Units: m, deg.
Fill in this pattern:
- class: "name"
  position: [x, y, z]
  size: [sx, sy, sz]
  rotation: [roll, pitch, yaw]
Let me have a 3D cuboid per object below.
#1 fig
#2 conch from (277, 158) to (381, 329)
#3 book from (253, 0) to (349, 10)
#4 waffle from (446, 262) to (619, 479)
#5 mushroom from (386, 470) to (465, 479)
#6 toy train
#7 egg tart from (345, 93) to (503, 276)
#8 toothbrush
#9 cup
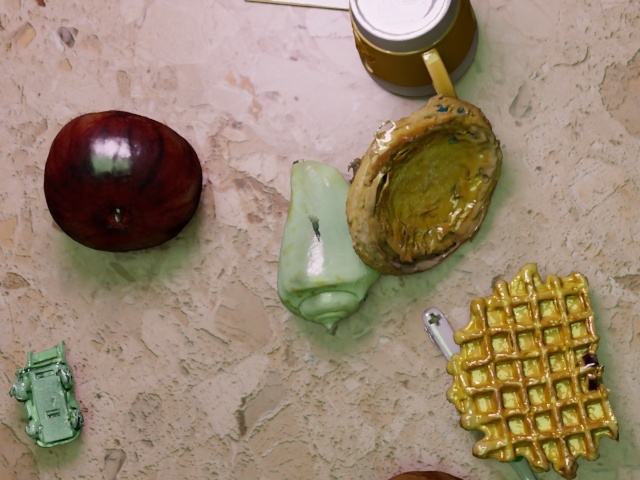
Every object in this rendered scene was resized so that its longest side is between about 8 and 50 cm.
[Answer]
- class: "fig"
  position: [-0.295, -0.096, 1.754]
  size: [0.235, 0.235, 0.214]
  rotation: [21, 53, 8]
- class: "conch"
  position: [0.017, 0.008, 1.764]
  size: [0.143, 0.137, 0.251]
  rotation: [-1, 66, 34]
- class: "book"
  position: [-0.018, -0.446, 1.830]
  size: [0.192, 0.013, 0.168]
  rotation: [8, 88, 8]
- class: "waffle"
  position: [0.321, 0.194, 1.713]
  size: [0.283, 0.065, 0.309]
  rotation: [34, 86, 9]
- class: "mushroom"
  position: [0.151, 0.453, 1.682]
  size: [0.254, 0.267, 0.267]
  rotation: [6, 88, 42]
- class: "toy train"
  position: [-0.416, 0.240, 1.822]
  size: [0.099, 0.081, 0.149]
  rotation: [-17, 91, 6]
- class: "egg tart"
  position: [0.134, -0.089, 1.701]
  size: [0.291, 0.290, 0.107]
  rotation: [-52, 44, 2]
- class: "toothbrush"
  position: [0.267, 0.282, 1.748]
  size: [0.042, 0.040, 0.418]
  rotation: [-29, 79, -13]
- class: "cup"
  position: [0.141, -0.299, 1.695]
  size: [0.185, 0.226, 0.241]
  rotation: [-27, 76, 6]
